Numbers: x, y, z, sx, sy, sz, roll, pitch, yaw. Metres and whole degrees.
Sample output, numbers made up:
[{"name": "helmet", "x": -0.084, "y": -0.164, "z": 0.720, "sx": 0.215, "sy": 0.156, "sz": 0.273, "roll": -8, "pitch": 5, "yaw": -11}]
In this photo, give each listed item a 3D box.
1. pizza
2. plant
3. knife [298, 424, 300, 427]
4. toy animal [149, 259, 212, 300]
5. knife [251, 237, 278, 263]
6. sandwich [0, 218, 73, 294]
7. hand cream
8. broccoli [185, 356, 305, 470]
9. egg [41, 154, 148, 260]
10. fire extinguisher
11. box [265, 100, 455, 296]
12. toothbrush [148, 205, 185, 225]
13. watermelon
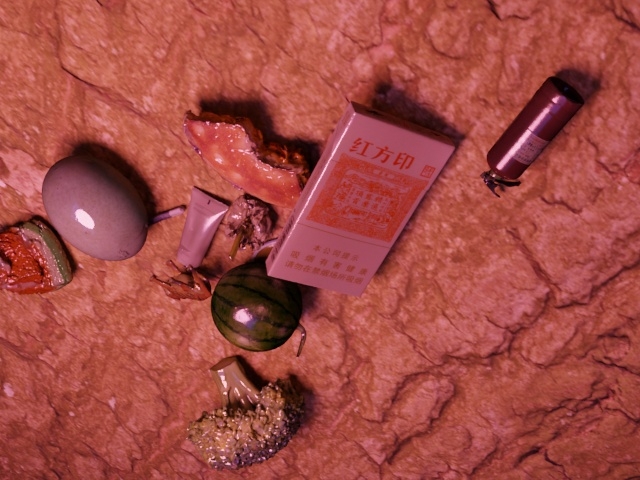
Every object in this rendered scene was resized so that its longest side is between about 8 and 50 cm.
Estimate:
[{"name": "pizza", "x": -0.115, "y": -0.151, "z": 1.224, "sx": 0.306, "sy": 0.085, "sz": 0.161, "roll": 34, "pitch": 142, "yaw": -15}, {"name": "plant", "x": -0.154, "y": -0.021, "z": 1.311, "sx": 0.105, "sy": 0.122, "sz": 0.116, "roll": 16, "pitch": 135, "yaw": 17}, {"name": "knife", "x": -0.117, "y": 0.508, "z": 1.745, "sx": 0.170, "sy": 0.010, "sz": 0.023, "roll": -32, "pitch": 113, "yaw": 32}, {"name": "toy animal", "x": -0.286, "y": 0.089, "z": 1.408, "sx": 0.099, "sy": 0.056, "sz": 0.241, "roll": 41, "pitch": 154, "yaw": -31}, {"name": "knife", "x": 0.000, "y": 0.001, "z": 1.342, "sx": 0.343, "sy": 0.027, "sz": 0.061, "roll": -15, "pitch": 124, "yaw": 23}, {"name": "sandwich", "x": -0.649, "y": 0.056, "z": 1.463, "sx": 0.109, "sy": 0.160, "sz": 0.184, "roll": -14, "pitch": 114, "yaw": 44}, {"name": "hand cream", "x": -0.253, "y": -0.016, "z": 1.380, "sx": 0.087, "sy": 0.054, "sz": 0.186, "roll": 30, "pitch": 121, "yaw": 8}, {"name": "broccoli", "x": -0.177, "y": 0.424, "z": 1.574, "sx": 0.288, "sy": 0.235, "sz": 0.259, "roll": -26, "pitch": 123, "yaw": -12}, {"name": "egg", "x": -0.441, "y": -0.061, "z": 1.316, "sx": 0.169, "sy": 0.169, "sz": 0.236, "roll": -26, "pitch": 119, "yaw": 28}, {"name": "fire extinguisher", "x": 0.349, "y": -0.160, "z": 1.120, "sx": 0.099, "sy": 0.071, "sz": 0.231, "roll": 9, "pitch": 133, "yaw": -28}, {"name": "box", "x": 0.063, "y": -0.059, "z": 1.205, "sx": 0.205, "sy": 0.051, "sz": 0.365, "roll": 15, "pitch": 122, "yaw": -23}, {"name": "toothbrush", "x": -0.403, "y": -0.025, "z": 1.426, "sx": 0.288, "sy": 0.024, "sz": 0.026, "roll": -19, "pitch": 105, "yaw": 26}, {"name": "watermelon", "x": -0.118, "y": 0.141, "z": 1.372, "sx": 0.215, "sy": 0.188, "sz": 0.188, "roll": 22, "pitch": 127, "yaw": -4}]
